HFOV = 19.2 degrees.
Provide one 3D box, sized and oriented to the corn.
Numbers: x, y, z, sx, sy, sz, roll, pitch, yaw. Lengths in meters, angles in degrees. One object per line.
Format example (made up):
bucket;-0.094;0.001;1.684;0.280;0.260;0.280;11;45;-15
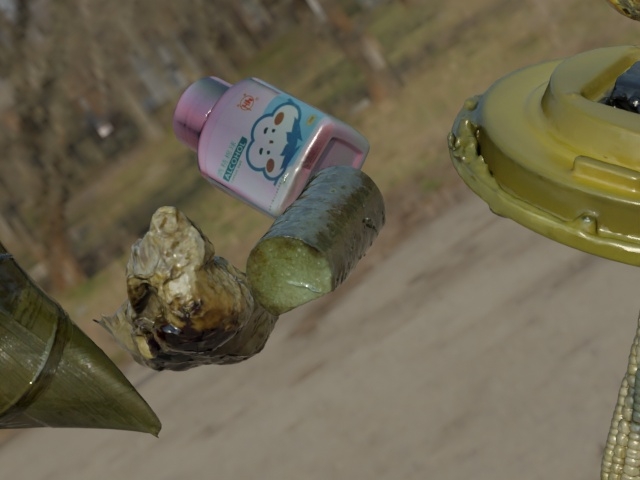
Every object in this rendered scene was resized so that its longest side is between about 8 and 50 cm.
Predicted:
corn;0.321;0.159;1.788;0.087;0.211;0.087;8;24;-4

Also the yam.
yam;0.000;0.000;1.340;0.068;0.068;0.169;-31;9;23

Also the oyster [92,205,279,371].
oyster;-0.111;0.066;1.598;0.161;0.107;0.233;-14;-28;-6

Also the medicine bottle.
medicine bottle;-0.058;-0.094;1.895;0.094;0.188;0.119;25;-86;-54

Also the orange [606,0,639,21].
orange;0.290;-0.265;1.624;0.134;0.157;0.156;-28;7;4

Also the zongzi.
zongzi;-0.288;0.129;1.474;0.251;0.274;0.125;-47;8;-32

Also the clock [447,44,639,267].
clock;0.185;-0.056;0.984;0.237;0.057;0.237;4;28;-2
